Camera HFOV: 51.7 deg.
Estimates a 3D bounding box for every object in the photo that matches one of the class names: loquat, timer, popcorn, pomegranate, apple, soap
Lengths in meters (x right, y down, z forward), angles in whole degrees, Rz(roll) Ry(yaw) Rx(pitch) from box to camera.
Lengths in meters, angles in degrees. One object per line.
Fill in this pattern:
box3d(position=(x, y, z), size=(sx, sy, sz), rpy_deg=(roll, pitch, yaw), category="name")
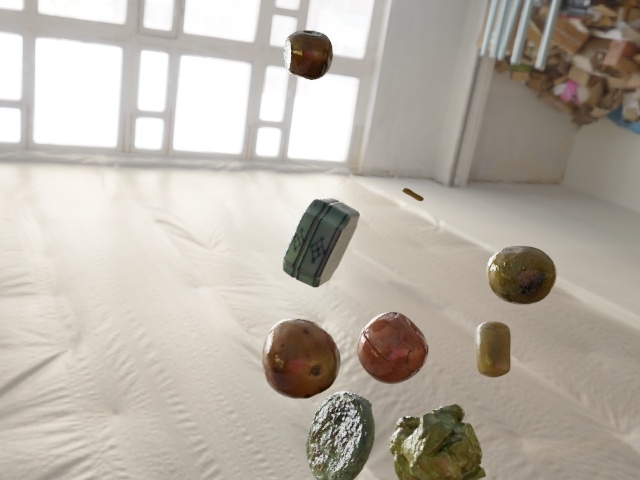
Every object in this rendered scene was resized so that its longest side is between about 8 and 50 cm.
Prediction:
box3d(position=(0.508, 0.087, 1.688), size=(0.172, 0.149, 0.204), rpy_deg=(0, -176, -3), category="loquat")
box3d(position=(0.241, 0.358, 2.207), size=(0.230, 0.215, 0.229), rpy_deg=(39, -161, -16), category="timer")
box3d(position=(0.328, 0.606, 1.909), size=(0.277, 0.225, 0.276), rpy_deg=(-14, 162, -5), category="popcorn")
box3d(position=(-0.048, 0.271, 1.534), size=(0.191, 0.191, 0.191), rpy_deg=(8, -162, -3), category="pomegranate")
box3d(position=(-0.022, -0.378, 1.356), size=(0.099, 0.102, 0.114), rpy_deg=(-4, -153, -18), category="apple")
box3d(position=(0.331, -0.164, 2.368), size=(0.089, 0.012, 0.034), rpy_deg=(29, 152, -17), category="soap")

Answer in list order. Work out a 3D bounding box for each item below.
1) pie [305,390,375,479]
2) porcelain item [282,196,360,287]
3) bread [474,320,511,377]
box3d(position=(0.047, 0.475, 1.597), size=(0.054, 0.240, 0.240), rpy_deg=(25, -172, -31), category="pie")
box3d(position=(0.000, 0.000, 2.229), size=(0.157, 0.281, 0.286), rpy_deg=(26, -167, 12), category="porcelain item")
box3d(position=(0.664, 0.421, 2.574), size=(0.098, 0.217, 0.147), rpy_deg=(23, 150, -39), category="bread")
